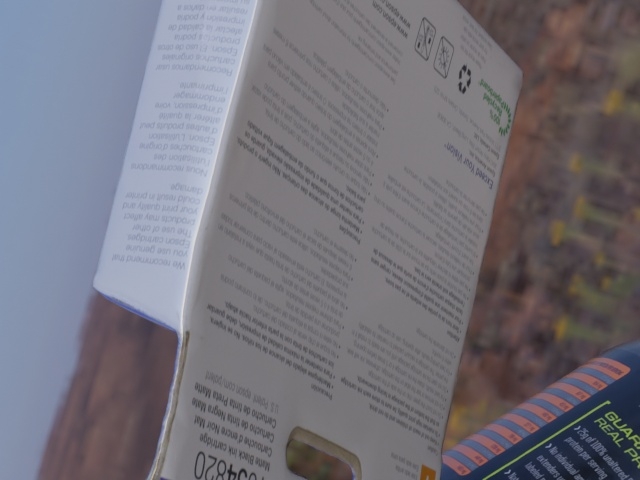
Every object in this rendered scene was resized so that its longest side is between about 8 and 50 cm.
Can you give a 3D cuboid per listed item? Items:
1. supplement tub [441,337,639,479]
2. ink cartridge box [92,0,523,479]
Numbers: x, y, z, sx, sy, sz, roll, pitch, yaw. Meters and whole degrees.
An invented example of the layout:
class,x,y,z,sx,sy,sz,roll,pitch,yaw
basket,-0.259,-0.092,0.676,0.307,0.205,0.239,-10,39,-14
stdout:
class,x,y,z,sx,sy,sz,roll,pitch,yaw
supplement tub,0.116,0.182,0.893,0.338,0.207,0.207,-30,-2,-10
ink cartridge box,0.000,0.000,0.704,0.223,0.045,0.224,36,-117,-59
